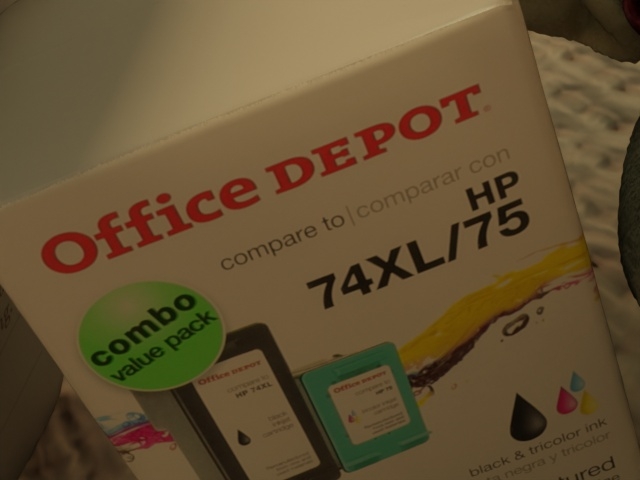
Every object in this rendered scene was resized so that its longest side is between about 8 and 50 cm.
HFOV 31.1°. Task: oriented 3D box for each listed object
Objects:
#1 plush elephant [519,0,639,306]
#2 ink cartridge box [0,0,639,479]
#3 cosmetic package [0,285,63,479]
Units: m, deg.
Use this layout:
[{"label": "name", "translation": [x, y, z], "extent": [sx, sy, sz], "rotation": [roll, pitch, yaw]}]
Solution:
[{"label": "plush elephant", "translation": [0.192, -0.114, 0.455], "extent": [0.272, 0.255, 0.330], "rotation": [-39, 2, 15]}, {"label": "ink cartridge box", "translation": [0.000, 0.000, 0.510], "extent": [0.198, 0.270, 0.197], "rotation": [-21, 37, 5]}, {"label": "cosmetic package", "translation": [-0.337, 0.034, 0.484], "extent": [0.327, 0.393, 0.329], "rotation": [8, 44, 6]}]
